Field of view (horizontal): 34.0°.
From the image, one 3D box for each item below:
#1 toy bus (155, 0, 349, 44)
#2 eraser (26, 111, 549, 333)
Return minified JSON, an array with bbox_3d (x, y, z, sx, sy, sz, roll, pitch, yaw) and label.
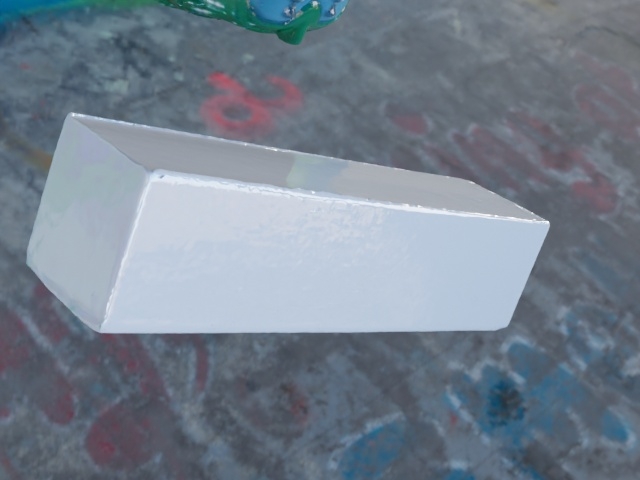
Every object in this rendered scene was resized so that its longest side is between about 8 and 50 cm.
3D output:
[{"bbox_3d":[-0.034,-0.332,0.841,0.199,0.344,0.183,36,32,27],"label":"toy bus"},{"bbox_3d":[0.000,-0.001,0.563,0.298,0.078,0.076,4,21,-45],"label":"eraser"}]
